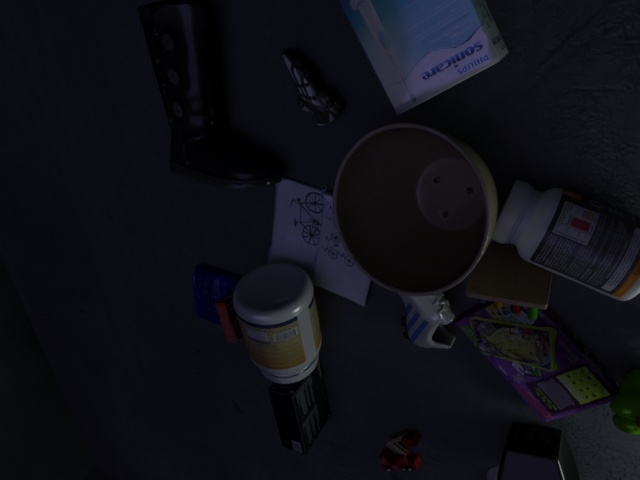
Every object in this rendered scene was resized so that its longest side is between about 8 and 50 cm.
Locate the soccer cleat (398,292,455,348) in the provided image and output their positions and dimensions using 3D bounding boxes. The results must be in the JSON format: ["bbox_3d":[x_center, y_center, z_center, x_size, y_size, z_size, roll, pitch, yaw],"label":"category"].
[{"bbox_3d":[0.262,0.135,1.189,0.143,0.116,0.331,7,128,39],"label":"soccer cleat"}]

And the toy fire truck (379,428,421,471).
[{"bbox_3d":[0.260,0.691,1.560,0.192,0.047,0.135,-23,103,39],"label":"toy fire truck"}]

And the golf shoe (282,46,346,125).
[{"bbox_3d":[-0.034,-0.354,1.110,0.198,0.077,0.094,51,130,-3],"label":"golf shoe"}]

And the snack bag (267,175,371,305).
[{"bbox_3d":[0.000,0.000,1.322,0.342,0.037,0.323,23,127,19],"label":"snack bag"}]

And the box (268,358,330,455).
[{"bbox_3d":[-0.064,0.541,1.580,0.103,0.184,0.261,7,120,30],"label":"box"}]

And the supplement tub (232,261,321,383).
[{"bbox_3d":[-0.117,0.248,1.397,0.228,0.228,0.316,13,132,25],"label":"supplement tub"}]

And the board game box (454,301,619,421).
[{"bbox_3d":[0.523,0.277,1.161,0.347,0.056,0.208,48,126,-1],"label":"board game box"}]

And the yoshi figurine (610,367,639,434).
[{"bbox_3d":[0.790,0.319,0.975,0.362,0.203,0.203,-10,153,20],"label":"yoshi figurine"}]

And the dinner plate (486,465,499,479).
[{"bbox_3d":[0.567,0.730,1.417,0.141,0.017,0.141,14,122,23],"label":"dinner plate"}]

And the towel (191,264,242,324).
[{"bbox_3d":[-0.298,0.219,1.604,0.308,0.076,0.227,13,124,25],"label":"towel"}]

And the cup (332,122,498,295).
[{"bbox_3d":[0.227,-0.077,0.985,0.331,0.237,0.331,13,111,37],"label":"cup"}]

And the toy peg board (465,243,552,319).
[{"bbox_3d":[0.421,0.095,1.051,0.161,0.161,0.079,7,135,28],"label":"toy peg board"}]

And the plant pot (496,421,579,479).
[{"bbox_3d":[0.564,0.591,1.243,0.187,0.188,0.167,-1,103,32],"label":"plant pot"}]

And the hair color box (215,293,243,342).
[{"bbox_3d":[-0.283,0.248,1.526,0.043,0.072,0.141,-3,110,30],"label":"hair color box"}]

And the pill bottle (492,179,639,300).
[{"bbox_3d":[0.492,-0.009,0.934,0.278,0.162,0.162,26,127,16],"label":"pill bottle"}]

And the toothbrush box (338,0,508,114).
[{"bbox_3d":[0.186,-0.426,0.900,0.216,0.126,0.295,-22,103,37],"label":"toothbrush box"}]

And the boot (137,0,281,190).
[{"bbox_3d":[-0.276,-0.371,1.215,0.367,0.146,0.445,12,118,24],"label":"boot"}]
